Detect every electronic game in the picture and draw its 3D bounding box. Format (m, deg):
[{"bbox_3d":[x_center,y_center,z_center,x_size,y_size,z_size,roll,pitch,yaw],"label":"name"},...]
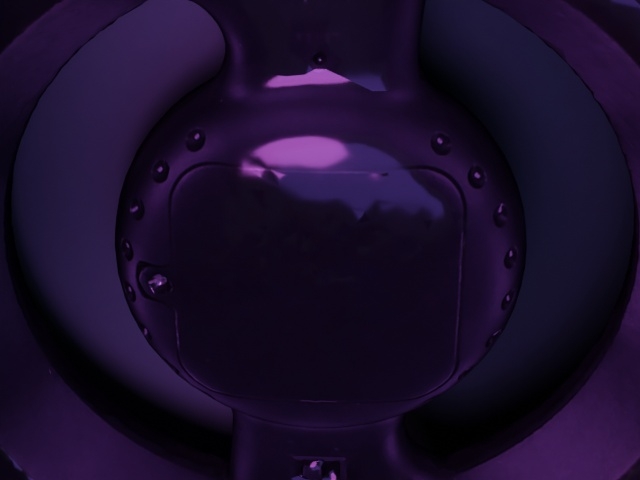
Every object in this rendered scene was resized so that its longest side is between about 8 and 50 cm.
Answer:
[{"bbox_3d":[0.000,0.000,0.414,0.229,0.048,0.229,1,123,2],"label":"electronic game"}]
